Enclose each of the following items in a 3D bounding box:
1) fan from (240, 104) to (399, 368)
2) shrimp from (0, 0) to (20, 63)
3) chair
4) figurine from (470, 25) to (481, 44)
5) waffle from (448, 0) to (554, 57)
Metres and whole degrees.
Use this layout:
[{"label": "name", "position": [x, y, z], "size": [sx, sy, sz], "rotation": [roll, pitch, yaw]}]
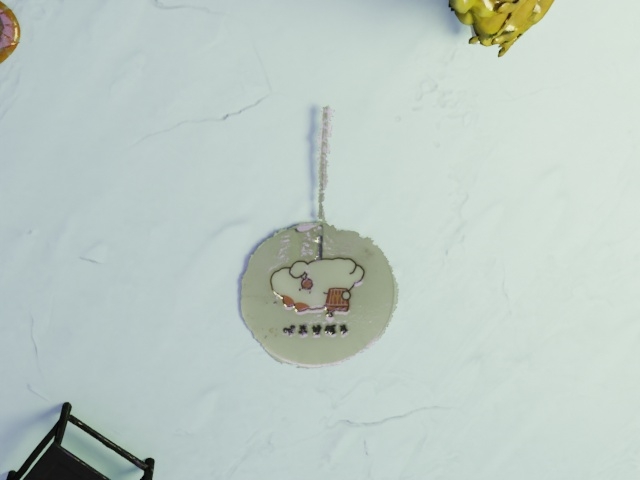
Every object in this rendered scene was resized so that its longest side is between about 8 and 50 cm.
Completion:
[{"label": "fan", "position": [0.000, 0.000, 1.616], "size": [0.191, 0.009, 0.329], "rotation": [0, 108, -3]}, {"label": "shrimp", "position": [-0.393, -0.215, 1.519], "size": [0.091, 0.025, 0.127], "rotation": [32, 96, -12]}, {"label": "chair", "position": [-0.287, 0.314, 1.549], "size": [0.155, 0.260, 0.141], "rotation": [36, 99, -13]}, {"label": "figurine", "position": [0.167, -0.312, 1.518], "size": [0.083, 0.083, 0.187], "rotation": [-15, 100, 0]}, {"label": "waffle", "position": [0.249, -0.367, 1.362], "size": [0.095, 0.380, 0.382], "rotation": [34, 93, 15]}]
